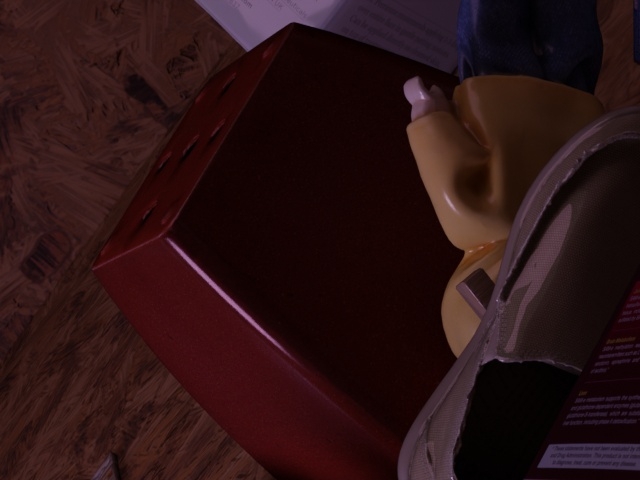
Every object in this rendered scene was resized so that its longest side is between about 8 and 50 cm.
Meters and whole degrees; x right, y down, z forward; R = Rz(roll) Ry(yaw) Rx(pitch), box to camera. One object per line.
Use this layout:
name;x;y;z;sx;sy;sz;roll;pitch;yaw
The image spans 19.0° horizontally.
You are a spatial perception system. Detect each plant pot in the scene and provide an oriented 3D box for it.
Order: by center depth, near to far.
plant pot;0.000;0.000;1.346;0.267;0.235;0.267;-59;15;-20

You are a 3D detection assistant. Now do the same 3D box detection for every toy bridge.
toy bridge;0.166;-0.003;1.136;0.188;0.063;0.026;-39;-1;-12

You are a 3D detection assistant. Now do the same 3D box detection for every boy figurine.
boy figurine;0.133;-0.050;1.201;0.092;0.177;0.285;166;108;-64

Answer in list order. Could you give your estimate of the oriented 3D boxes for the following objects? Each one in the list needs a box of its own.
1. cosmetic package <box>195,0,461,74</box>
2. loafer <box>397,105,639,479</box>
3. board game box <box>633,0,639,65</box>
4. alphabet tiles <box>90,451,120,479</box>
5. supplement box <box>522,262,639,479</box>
cosmetic package;0.111;-0.334;1.703;0.453;0.161;0.230;-51;-29;12
loafer;0.139;0.053;1.065;0.269;0.102;0.092;-63;15;4
board game box;0.237;-0.166;1.179;0.193;0.045;0.147;-111;17;-73
alphabet tiles;-0.258;0.324;1.907;0.198;0.009;0.237;-54;13;3
supplement box;0.201;0.043;0.918;0.239;0.073;0.130;-59;15;-16
